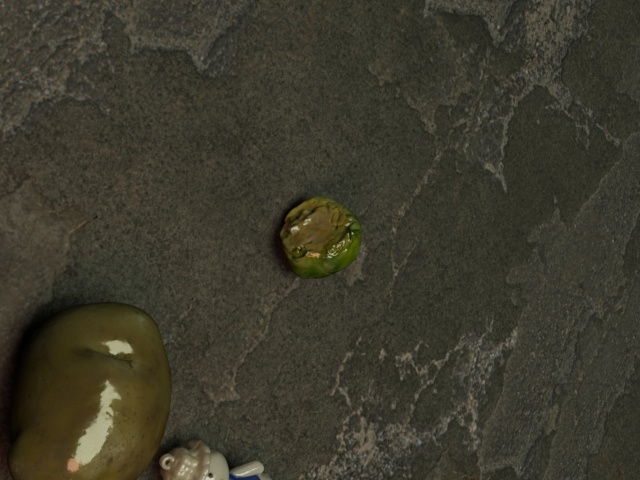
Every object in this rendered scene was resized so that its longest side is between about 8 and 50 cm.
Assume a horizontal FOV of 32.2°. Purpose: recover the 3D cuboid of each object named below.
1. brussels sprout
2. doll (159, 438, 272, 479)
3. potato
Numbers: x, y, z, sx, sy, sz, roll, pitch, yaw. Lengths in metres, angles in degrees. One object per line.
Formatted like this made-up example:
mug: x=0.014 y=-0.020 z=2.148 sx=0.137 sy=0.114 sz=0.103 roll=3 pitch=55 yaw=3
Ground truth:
brussels sprout: x=0.003 y=0.003 z=2.121 sx=0.122 sy=0.151 sz=0.149 roll=80 pitch=14 yaw=-51
doll: x=-0.176 y=0.439 z=1.988 sx=0.293 sy=0.119 sz=0.138 roll=35 pitch=92 yaw=-38
potato: x=-0.360 y=0.261 z=1.742 sx=0.243 sy=0.221 sz=0.326 roll=25 pitch=64 yaw=-49
